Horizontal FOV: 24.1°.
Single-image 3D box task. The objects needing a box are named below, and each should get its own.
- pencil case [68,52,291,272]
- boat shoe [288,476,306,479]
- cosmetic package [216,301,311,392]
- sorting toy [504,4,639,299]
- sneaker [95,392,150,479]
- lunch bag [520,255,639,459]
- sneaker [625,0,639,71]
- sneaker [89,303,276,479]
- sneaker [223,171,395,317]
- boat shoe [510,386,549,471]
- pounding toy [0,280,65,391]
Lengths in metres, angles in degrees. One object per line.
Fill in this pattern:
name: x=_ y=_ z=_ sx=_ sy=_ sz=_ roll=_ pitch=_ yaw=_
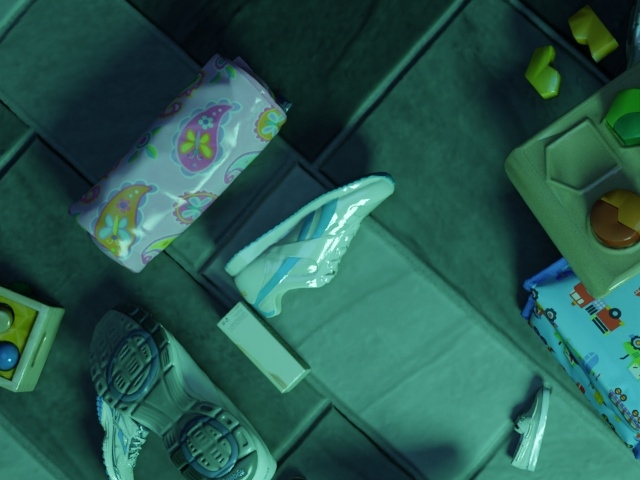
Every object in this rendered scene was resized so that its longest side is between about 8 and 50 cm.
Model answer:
pencil case: x=-0.167 y=-0.095 z=1.790 sx=0.124 sy=0.124 sz=0.284 roll=43 pitch=91 yaw=8
boat shoe: x=-0.045 y=0.347 z=1.774 sx=0.049 sy=0.043 sz=0.137 roll=20 pitch=87 yaw=10
cosmetic package: x=-0.067 y=0.127 z=1.786 sx=0.041 sy=0.060 sz=0.115 roll=-45 pitch=81 yaw=3
sorting toy: x=0.317 y=-0.115 z=1.668 sx=0.229 sy=0.041 sz=0.307 roll=-37 pitch=60 yaw=11
sneaker: x=-0.233 y=0.239 z=1.802 sx=0.058 sy=0.052 sz=0.135 roll=-10 pitch=85 yaw=2
lunch bag: x=0.410 y=0.066 z=1.699 sx=0.293 sy=0.138 sz=0.221 roll=-35 pitch=72 yaw=-7
sneaker: x=0.403 y=-0.177 z=1.740 sx=0.115 sy=0.090 sz=0.232 roll=12 pitch=88 yaw=4
sneaker: x=-0.166 y=0.195 z=1.771 sx=0.111 sy=0.129 sz=0.297 roll=-44 pitch=64 yaw=4
sneaker: x=0.000 y=0.000 z=1.781 sx=0.228 sy=0.087 sz=0.092 roll=-36 pitch=89 yaw=10
boat shoe: x=0.244 y=0.219 z=1.754 sx=0.035 sy=0.035 sz=0.100 roll=13 pitch=94 yaw=5
pounding toy: x=-0.392 y=0.094 z=1.806 sx=0.130 sy=0.100 sz=0.141 roll=21 pitch=88 yaw=8
